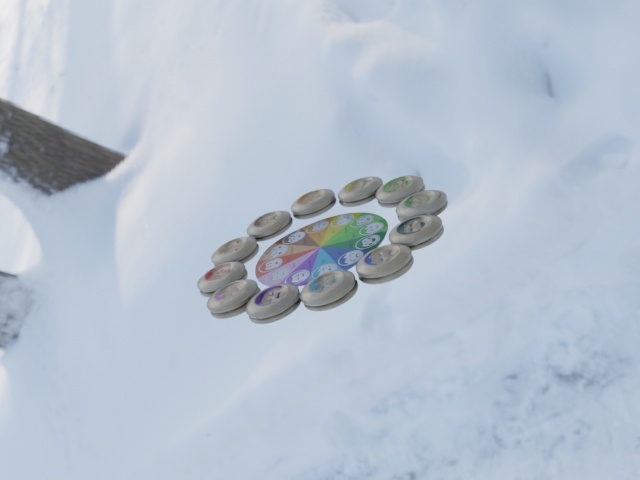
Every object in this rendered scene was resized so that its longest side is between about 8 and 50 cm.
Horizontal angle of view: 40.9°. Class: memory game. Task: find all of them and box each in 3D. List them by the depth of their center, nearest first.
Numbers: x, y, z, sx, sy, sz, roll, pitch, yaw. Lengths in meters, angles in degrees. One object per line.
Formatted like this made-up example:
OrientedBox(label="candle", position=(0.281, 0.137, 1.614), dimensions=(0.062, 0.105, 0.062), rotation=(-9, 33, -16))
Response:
OrientedBox(label="memory game", position=(0.000, 0.000, 0.594), dimensions=(0.186, 0.012, 0.186), rotation=(-19, 24, 9))
